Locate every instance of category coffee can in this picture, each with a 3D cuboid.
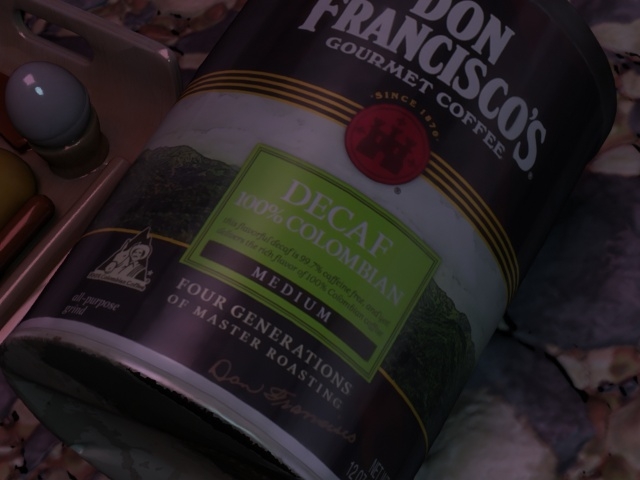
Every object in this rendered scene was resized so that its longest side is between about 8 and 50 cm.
[{"bbox_3d":[0.000,0.000,0.790,0.202,0.201,0.275,18,63,28],"label":"coffee can"}]

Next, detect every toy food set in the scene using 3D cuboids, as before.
[{"bbox_3d":[-0.253,-0.033,0.961,0.220,0.092,0.306,26,65,31],"label":"toy food set"}]
